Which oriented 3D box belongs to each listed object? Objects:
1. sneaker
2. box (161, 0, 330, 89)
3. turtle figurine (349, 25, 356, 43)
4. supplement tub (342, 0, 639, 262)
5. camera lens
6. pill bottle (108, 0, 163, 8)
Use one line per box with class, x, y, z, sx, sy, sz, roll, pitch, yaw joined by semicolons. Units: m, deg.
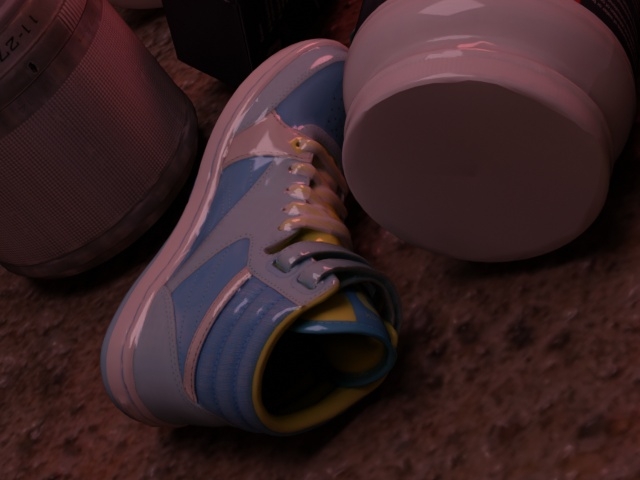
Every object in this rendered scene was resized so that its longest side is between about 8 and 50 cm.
sneaker;0.000;0.000;0.978;0.208;0.127;0.319;8;66;46
box;-0.057;-0.238;1.227;0.093;0.156;0.158;27;68;18
turtle figurine;0.083;-0.259;1.191;0.175;0.118;0.234;35;60;11
supplement tub;0.121;-0.141;0.963;0.191;0.191;0.272;-14;43;30
camera lens;-0.251;-0.119;1.182;0.219;0.274;0.219;-23;39;20
pill bottle;-0.181;-0.430;1.494;0.204;0.204;0.361;-21;44;22
